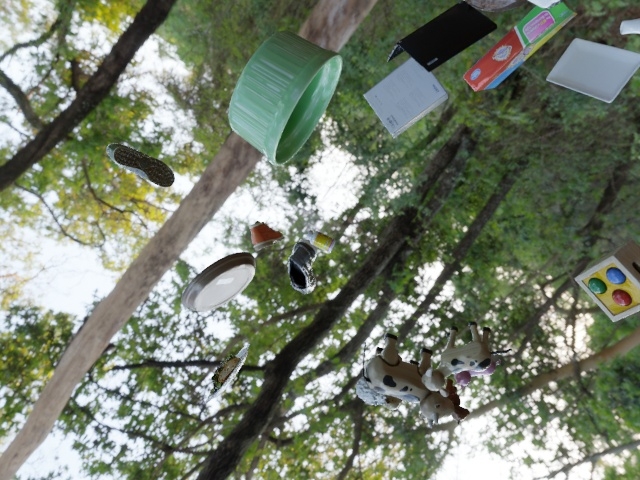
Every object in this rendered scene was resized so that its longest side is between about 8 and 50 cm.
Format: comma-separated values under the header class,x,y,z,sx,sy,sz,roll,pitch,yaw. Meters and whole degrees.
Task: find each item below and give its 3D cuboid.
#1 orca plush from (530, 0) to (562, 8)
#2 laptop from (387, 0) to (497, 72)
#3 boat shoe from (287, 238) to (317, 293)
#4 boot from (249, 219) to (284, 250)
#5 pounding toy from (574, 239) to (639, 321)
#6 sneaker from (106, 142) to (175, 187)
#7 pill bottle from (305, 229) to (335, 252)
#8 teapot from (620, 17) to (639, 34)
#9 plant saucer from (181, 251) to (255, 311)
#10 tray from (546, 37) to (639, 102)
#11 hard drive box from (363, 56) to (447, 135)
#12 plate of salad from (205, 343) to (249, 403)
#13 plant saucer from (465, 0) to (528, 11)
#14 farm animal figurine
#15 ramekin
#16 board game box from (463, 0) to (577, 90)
class,x,y,z,sx,sy,sz,roll,pitch,yaw
orca plush,0.239,-0.440,0.630,0.287,0.151,0.102,43,-126,-2
laptop,0.348,-0.582,1.469,0.137,0.234,0.264,58,179,-4
boat shoe,-0.079,0.118,1.807,0.112,0.335,0.095,33,-120,17
boot,-0.159,-0.024,1.468,0.085,0.059,0.158,66,-161,1
pounding toy,0.695,0.096,1.063,0.094,0.206,0.181,-29,-107,-26
sneaker,-0.482,-0.207,1.319,0.086,0.064,0.192,27,179,38
pill bottle,0.000,0.000,1.445,0.083,0.043,0.043,26,-158,0
teapot,0.862,-0.506,1.095,0.186,0.256,0.253,-7,-123,-21
plant saucer,-0.323,0.144,1.620,0.041,0.278,0.277,50,-155,21
tray,0.806,-0.501,1.458,0.030,0.145,0.270,22,-159,-30
hard drive box,0.298,-0.504,1.734,0.181,0.232,0.089,57,-165,7
plate of salad,-0.270,0.370,1.400,0.048,0.200,0.200,38,-158,-6
plant saucer,0.528,-0.820,1.414,0.310,0.311,0.050,46,-162,19
farm animal figurine,0.251,0.339,1.186,0.326,0.331,0.172,10,-137,8
ramekin,-0.088,-0.347,1.196,0.148,0.304,0.303,33,-158,4
board game box,0.607,-0.595,1.506,0.064,0.316,0.242,53,-143,6
